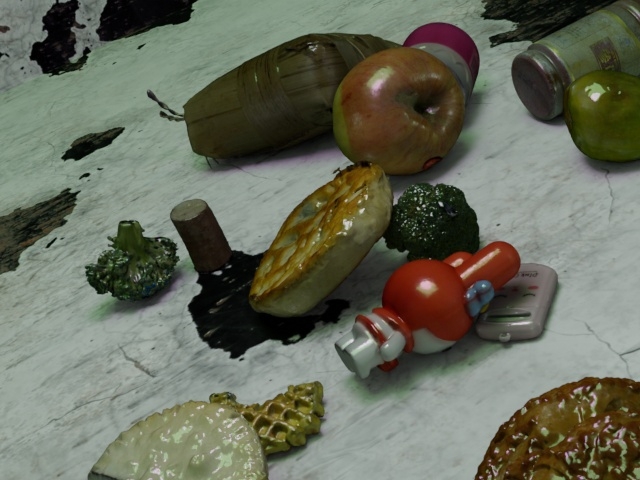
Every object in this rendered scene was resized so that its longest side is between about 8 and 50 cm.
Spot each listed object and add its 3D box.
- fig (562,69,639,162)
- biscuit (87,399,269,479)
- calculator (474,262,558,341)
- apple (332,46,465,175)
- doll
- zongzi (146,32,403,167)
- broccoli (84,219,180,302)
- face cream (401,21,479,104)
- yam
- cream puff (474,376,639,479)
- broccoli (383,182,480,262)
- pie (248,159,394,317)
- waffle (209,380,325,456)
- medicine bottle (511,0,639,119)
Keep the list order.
[{"bbox_3d":[0.523,-0.201,1.876,0.233,0.167,0.167,27,40,5],"label":"fig"},{"bbox_3d":[-0.178,0.292,1.440,0.281,0.084,0.179,3,55,35],"label":"biscuit"},{"bbox_3d":[0.287,0.092,1.602,0.100,0.032,0.175,-4,32,27],"label":"calculator"},{"bbox_3d":[0.145,-0.242,2.075,0.261,0.261,0.194,-40,22,-34],"label":"apple"},{"bbox_3d":[0.156,0.092,1.575,0.290,0.130,0.161,-33,14,-11],"label":"doll"},{"bbox_3d":[-0.069,-0.312,2.486,0.499,0.218,0.467,-17,0,31],"label":"zongzi"},{"bbox_3d":[-0.340,0.030,1.987,0.167,0.160,0.154,-1,27,-4],"label":"broccoli"},{"bbox_3d":[0.230,-0.335,2.252,0.175,0.175,0.195,-8,30,21],"label":"face cream"},{"bbox_3d":[-0.217,-0.009,2.014,0.084,0.127,0.084,-15,31,10],"label":"yam"},{"bbox_3d":[0.290,0.259,1.108,0.303,0.212,0.303,-20,24,9],"label":"cream puff"},{"bbox_3d":[0.177,-0.022,1.777,0.162,0.146,0.138,-19,-14,-25],"label":"broccoli"},{"bbox_3d":[0.000,0.000,1.802,0.315,0.092,0.315,-44,20,20],"label":"pie"},{"bbox_3d":[-0.089,0.248,1.546,0.194,0.051,0.149,-15,29,10],"label":"waffle"},{"bbox_3d":[0.539,-0.362,2.126,0.322,0.151,0.151,-28,29,-14],"label":"medicine bottle"}]
